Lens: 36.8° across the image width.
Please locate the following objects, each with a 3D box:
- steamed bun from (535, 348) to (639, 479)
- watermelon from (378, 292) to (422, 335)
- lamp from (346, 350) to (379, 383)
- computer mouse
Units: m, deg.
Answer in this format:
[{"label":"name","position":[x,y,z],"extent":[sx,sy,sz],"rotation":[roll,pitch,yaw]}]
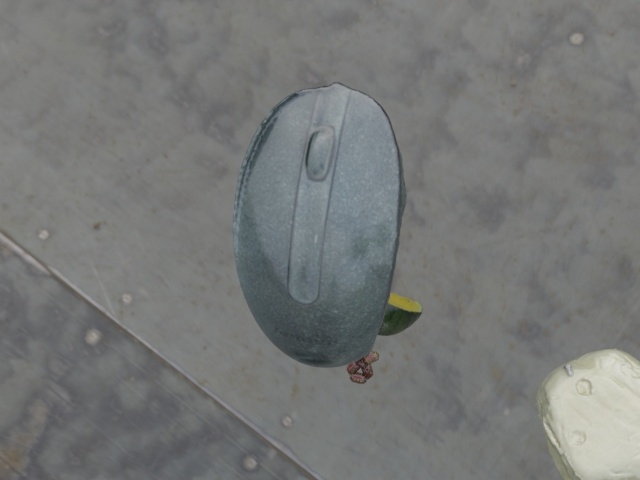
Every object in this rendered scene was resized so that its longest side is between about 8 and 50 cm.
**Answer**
[{"label":"steamed bun","position":[0.247,0.163,0.811],"extent":[0.112,0.091,0.130],"rotation":[-25,57,6]},{"label":"watermelon","position":[0.123,0.119,1.750],"extent":[0.181,0.075,0.092],"rotation":[21,55,-28]},{"label":"lamp","position":[0.075,0.240,1.838],"extent":[0.063,0.083,0.031],"rotation":[15,36,4]},{"label":"computer mouse","position":[0.001,0.001,1.162],"extent":[0.203,0.114,0.374],"rotation":[9,115,18]}]
